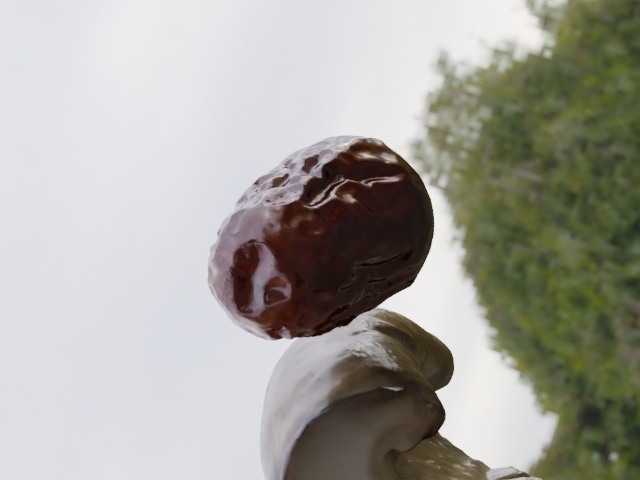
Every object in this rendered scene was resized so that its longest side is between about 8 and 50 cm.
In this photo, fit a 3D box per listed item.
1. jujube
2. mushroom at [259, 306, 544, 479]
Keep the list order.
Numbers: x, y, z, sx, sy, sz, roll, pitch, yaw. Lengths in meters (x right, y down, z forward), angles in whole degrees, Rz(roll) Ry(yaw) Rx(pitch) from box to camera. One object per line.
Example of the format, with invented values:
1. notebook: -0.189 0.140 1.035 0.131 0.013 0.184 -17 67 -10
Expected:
1. jujube: 0.000 0.000 1.520 0.230 0.155 0.155 -33 -41 -58
2. mushroom: 0.035 0.184 1.743 0.224 0.314 0.397 -47 27 8
